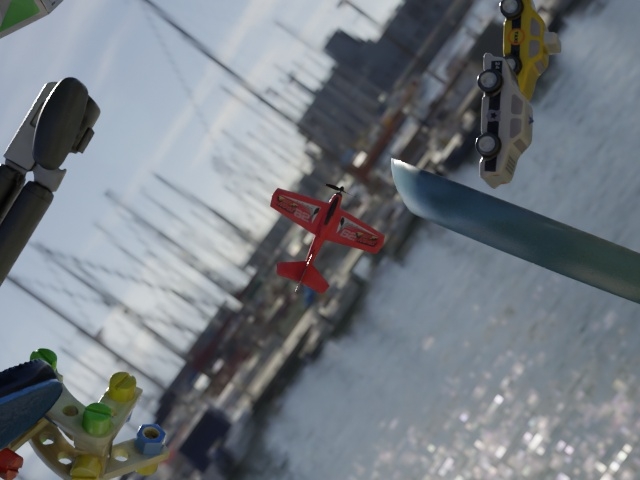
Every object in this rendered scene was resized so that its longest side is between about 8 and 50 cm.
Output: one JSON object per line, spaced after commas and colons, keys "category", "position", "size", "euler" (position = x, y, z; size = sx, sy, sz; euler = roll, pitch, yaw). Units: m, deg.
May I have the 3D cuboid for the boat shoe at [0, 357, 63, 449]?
{"category": "boat shoe", "position": [-0.346, 0.153, 1.227], "size": [0.258, 0.089, 0.109], "euler": [-22, -30, -36]}

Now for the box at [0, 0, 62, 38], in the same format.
{"category": "box", "position": [-0.399, -0.275, 1.544], "size": [0.261, 0.127, 0.231], "euler": [-23, 21, 14]}

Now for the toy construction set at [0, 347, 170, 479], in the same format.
{"category": "toy construction set", "position": [-0.316, 0.223, 1.431], "size": [0.327, 0.215, 0.151], "euler": [-31, -35, -61]}

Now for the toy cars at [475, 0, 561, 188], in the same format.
{"category": "toy cars", "position": [0.302, -0.239, 2.148], "size": [0.394, 0.087, 0.176], "euler": [-69, -28, -47]}

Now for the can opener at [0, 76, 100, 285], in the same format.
{"category": "can opener", "position": [-0.340, -0.055, 1.575], "size": [0.283, 0.076, 0.095], "euler": [-60, -10, -6]}

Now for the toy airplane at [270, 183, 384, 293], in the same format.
{"category": "toy airplane", "position": [0.000, 0.000, 1.756], "size": [0.151, 0.151, 0.028], "euler": [-55, -2, -17]}

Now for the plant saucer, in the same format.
{"category": "plant saucer", "position": [0.205, 0.001, 1.292], "size": [0.317, 0.317, 0.044], "euler": [-77, 9, -86]}
